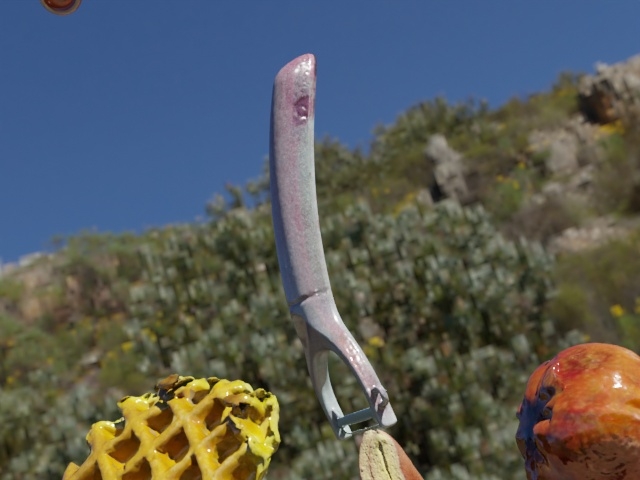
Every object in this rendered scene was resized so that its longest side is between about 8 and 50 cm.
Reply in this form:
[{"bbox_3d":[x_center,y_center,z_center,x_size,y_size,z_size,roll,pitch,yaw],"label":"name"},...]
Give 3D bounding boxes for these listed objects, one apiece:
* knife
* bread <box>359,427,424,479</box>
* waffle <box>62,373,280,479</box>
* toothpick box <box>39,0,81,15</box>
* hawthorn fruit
[{"bbox_3d":[-0.002,0.000,0.986,0.053,0.278,0.123,-7,-11,-22],"label":"knife"},{"bbox_3d":[0.111,0.350,1.891,0.067,0.119,0.192,-28,-65,11],"label":"bread"},{"bbox_3d":[-0.171,0.263,1.375,0.325,0.302,0.068,-11,-40,40],"label":"waffle"},{"bbox_3d":[-0.251,-0.262,1.424,0.047,0.047,0.083,-26,19,22],"label":"toothpick box"},{"bbox_3d":[0.270,0.177,1.304,0.179,0.173,0.173,-20,-19,2],"label":"hawthorn fruit"}]
